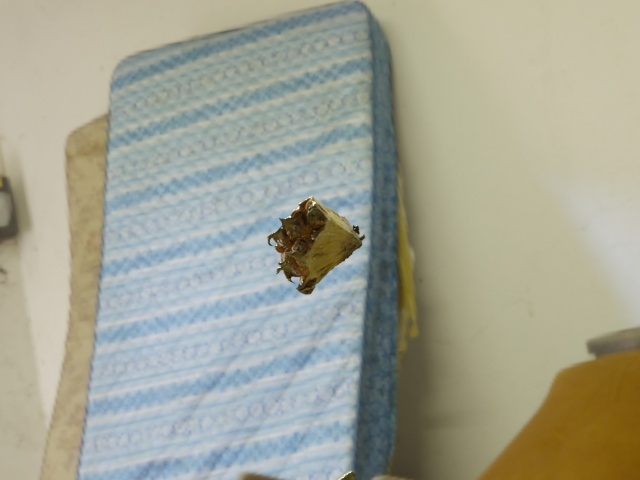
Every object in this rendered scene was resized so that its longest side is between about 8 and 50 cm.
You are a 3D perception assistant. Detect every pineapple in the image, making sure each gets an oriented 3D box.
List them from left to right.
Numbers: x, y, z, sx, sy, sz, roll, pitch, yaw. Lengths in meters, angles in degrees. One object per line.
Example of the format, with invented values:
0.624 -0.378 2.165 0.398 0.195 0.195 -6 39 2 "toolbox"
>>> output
0.000 0.000 1.136 0.116 0.069 0.137 -18 -29 -27 "pineapple"

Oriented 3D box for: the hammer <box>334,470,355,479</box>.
-0.055 0.257 0.839 0.195 0.060 0.028 -35 2 -9 "hammer"
